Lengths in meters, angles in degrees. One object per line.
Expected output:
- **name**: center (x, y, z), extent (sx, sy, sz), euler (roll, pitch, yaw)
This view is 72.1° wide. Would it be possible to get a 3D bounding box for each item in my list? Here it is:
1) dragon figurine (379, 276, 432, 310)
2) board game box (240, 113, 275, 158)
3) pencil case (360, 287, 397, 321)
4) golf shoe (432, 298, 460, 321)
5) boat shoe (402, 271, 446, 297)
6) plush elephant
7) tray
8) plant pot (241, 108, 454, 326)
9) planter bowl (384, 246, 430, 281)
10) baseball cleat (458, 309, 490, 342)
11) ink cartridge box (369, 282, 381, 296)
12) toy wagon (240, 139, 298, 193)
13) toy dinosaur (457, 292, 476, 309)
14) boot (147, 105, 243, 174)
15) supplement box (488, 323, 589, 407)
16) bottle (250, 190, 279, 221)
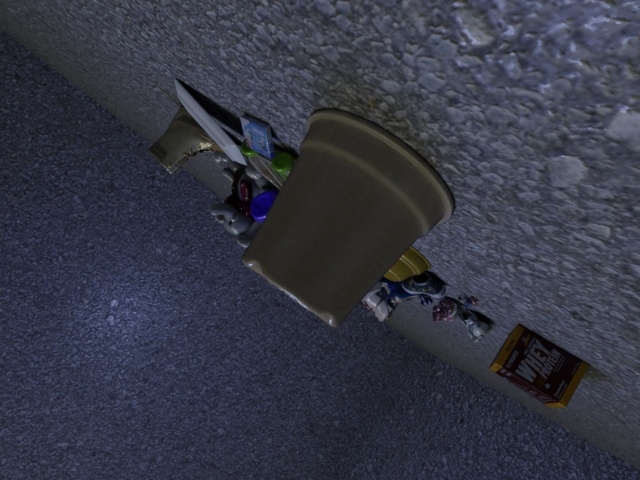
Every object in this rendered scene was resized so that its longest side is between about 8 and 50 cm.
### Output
- **dragon figurine**: center (0.268, 0.147, 1.551), extent (0.289, 0.144, 0.085), euler (53, -175, 36)
- **board game box**: center (-0.156, -0.259, 1.093), extent (0.090, 0.020, 0.090), euler (31, 146, 29)
- **pencil case**: center (0.166, 0.193, 1.938), extent (0.410, 0.160, 0.183), euler (34, 155, 7)
- **golf shoe**: center (0.441, 0.238, 1.499), extent (0.086, 0.067, 0.186), euler (3, 164, 1)
- **boat shoe**: center (0.306, 0.126, 1.384), extent (0.083, 0.065, 0.183), euler (41, 163, -24)
- **plush elephant**: center (-0.284, -0.134, 1.588), extent (0.272, 0.255, 0.330), euler (30, 170, 34)
- **tray**: center (-0.312, -0.322, 1.235), extent (0.270, 0.030, 0.145), euler (47, 173, 10)
- **plant pot**: center (0.027, -0.018, 0.841), extent (0.334, 0.305, 0.334), euler (34, 172, 6)
- **planter bowl**: center (0.206, 0.058, 1.294), extent (0.217, 0.090, 0.217), euler (34, 172, 5)
- **baseball cleat**: center (0.509, 0.279, 1.459), extent (0.109, 0.072, 0.206), euler (49, 175, 22)
- **ink cartridge box**: center (0.116, 0.114, 1.547), extent (0.139, 0.082, 0.190), euler (-47, 61, 55)
- **toy wagon**: center (-0.066, -0.162, 1.224), extent (0.344, 0.068, 0.267), euler (30, 171, 29)
- **toy dinosaur**: center (0.437, 0.179, 1.293), extent (0.090, 0.047, 0.082), euler (3, 177, -26)
- **boot**: center (-0.398, -0.281, 1.395), extent (0.262, 0.203, 0.095), euler (36, 172, 6)
- **supplement box**: center (0.603, 0.356, 1.240), extent (0.194, 0.129, 0.191), euler (31, 171, 24)
- **bottle**: center (-0.110, -0.093, 1.506), extent (0.118, 0.092, 0.283), euler (-21, 161, 29)
